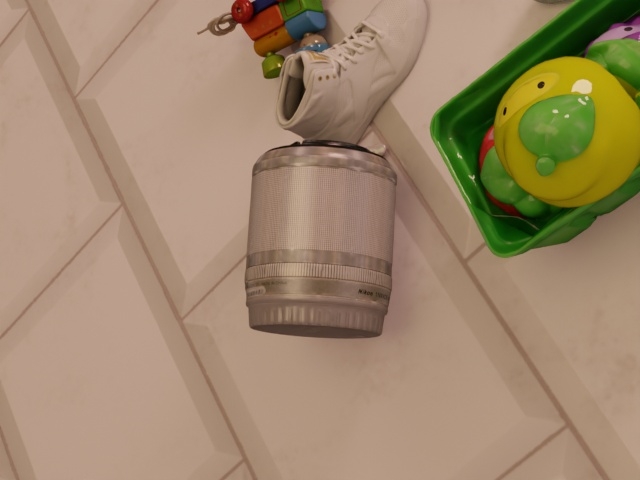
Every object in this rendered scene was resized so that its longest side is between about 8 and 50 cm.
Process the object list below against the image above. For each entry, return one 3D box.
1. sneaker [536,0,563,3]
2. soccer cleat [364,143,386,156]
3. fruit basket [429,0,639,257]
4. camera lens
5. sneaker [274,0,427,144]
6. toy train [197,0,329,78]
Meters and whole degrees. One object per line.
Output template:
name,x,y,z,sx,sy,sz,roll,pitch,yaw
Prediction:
sneaker,0.375,-0.461,1.616,0.268,0.101,0.153,-57,10,47
soccer cleat,0.065,-0.133,1.823,0.083,0.035,0.029,-17,70,35
fruit basket,0.307,-0.153,1.430,0.392,0.392,0.283,-38,59,26
camera lens,0.000,0.000,1.726,0.219,0.219,0.274,-4,77,38
sneaker,0.043,-0.279,1.790,0.108,0.169,0.292,37,102,39
toy train,-0.096,-0.337,1.964,0.248,0.105,0.143,-22,81,33
